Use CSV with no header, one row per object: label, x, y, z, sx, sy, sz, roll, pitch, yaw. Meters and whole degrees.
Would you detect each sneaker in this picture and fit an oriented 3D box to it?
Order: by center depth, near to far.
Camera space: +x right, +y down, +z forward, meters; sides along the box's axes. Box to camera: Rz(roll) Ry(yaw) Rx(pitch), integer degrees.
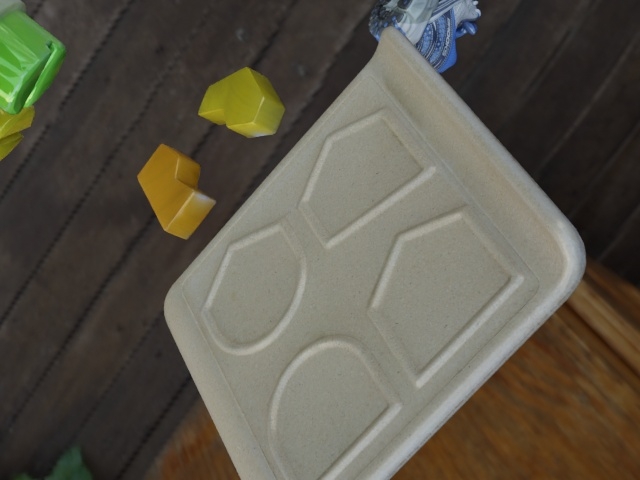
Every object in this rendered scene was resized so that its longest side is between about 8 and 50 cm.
sneaker,0.068,-0.146,0.811,0.058,0.135,0.052,42,132,-21

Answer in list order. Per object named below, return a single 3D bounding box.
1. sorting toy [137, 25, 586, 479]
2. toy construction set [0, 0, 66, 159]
sorting toy,0.000,0.000,0.741,0.041,0.307,0.229,24,112,-40
toy construction set,-0.134,-0.108,0.340,0.151,0.215,0.328,29,131,11
